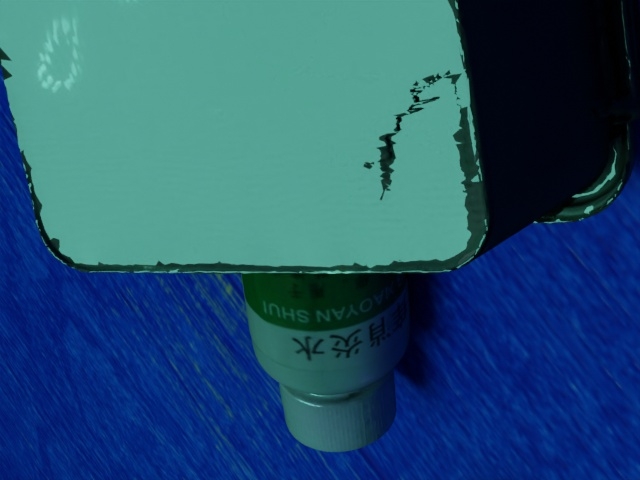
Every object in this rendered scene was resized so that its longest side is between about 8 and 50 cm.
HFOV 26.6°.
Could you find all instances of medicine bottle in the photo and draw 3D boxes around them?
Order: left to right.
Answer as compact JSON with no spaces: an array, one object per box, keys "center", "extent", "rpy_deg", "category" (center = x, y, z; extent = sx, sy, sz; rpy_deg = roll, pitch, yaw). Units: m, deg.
[{"center":[0.000,0.000,0.736],"extent":[0.095,0.095,0.260],"rpy_deg":[34,143,40],"category":"medicine bottle"}]

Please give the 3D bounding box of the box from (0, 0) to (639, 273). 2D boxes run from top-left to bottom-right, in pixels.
[{"center":[-0.006,-0.066,0.540],"extent":[0.243,0.135,0.163],"rpy_deg":[0,108,28],"category":"box"}]
